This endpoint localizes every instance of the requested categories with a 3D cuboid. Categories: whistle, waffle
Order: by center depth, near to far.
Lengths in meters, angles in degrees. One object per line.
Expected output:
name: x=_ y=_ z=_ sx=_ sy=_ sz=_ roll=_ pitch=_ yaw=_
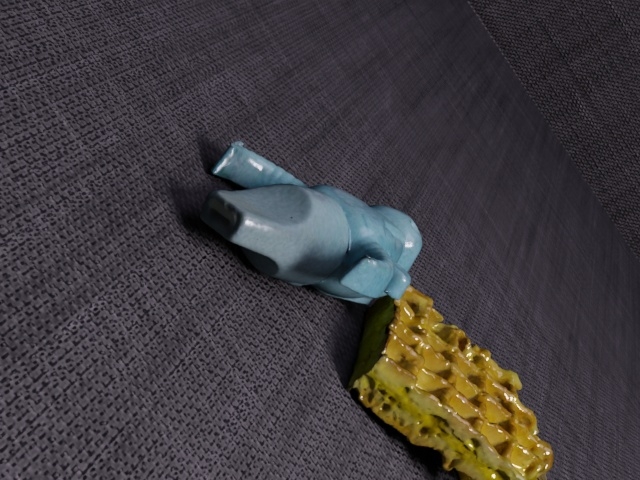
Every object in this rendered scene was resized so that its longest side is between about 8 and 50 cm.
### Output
whistle: x=0.000 y=0.000 z=0.986 sx=0.186 sy=0.093 sz=0.274 roll=40 pitch=14 yaw=32
waffle: x=0.126 y=0.143 z=1.052 sx=0.211 sy=0.055 sz=0.160 roll=39 pitch=25 yaw=-10

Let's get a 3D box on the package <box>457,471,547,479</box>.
package: x=0.183 y=0.233 z=1.112 sx=0.131 sy=0.047 sz=0.071 roll=36 pitch=29 yaw=-43
